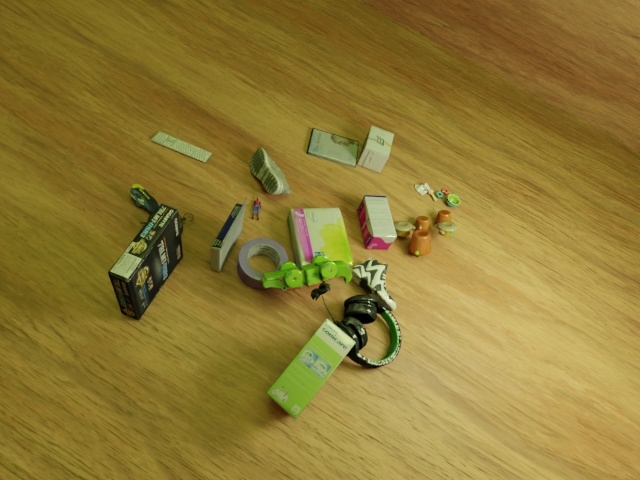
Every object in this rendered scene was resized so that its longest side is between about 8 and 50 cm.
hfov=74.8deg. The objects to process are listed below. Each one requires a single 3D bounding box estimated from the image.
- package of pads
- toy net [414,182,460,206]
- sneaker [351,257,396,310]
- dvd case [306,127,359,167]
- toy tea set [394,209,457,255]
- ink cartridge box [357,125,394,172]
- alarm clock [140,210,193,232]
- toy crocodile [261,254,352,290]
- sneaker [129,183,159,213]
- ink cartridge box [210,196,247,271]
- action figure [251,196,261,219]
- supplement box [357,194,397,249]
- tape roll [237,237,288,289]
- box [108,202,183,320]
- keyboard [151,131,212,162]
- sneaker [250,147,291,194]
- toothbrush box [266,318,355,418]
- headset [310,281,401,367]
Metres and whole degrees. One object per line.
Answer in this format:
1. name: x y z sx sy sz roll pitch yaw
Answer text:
1. package of pads: 0.000 0.000 1.724 0.229 0.101 0.297 -3 59 -18
2. toy net: 0.589 -0.246 2.101 0.232 0.045 0.122 25 54 1
3. sneaker: 0.249 0.163 1.695 0.153 0.094 0.235 -37 63 -24
4. dvd case: 0.066 -0.468 2.104 0.253 0.022 0.180 15 55 -7
5. toy tea set: 0.497 -0.027 1.911 0.336 0.124 0.200 -16 34 -22
6. ink cartridge box: 0.275 -0.454 2.093 0.127 0.128 0.176 21 55 -3
7. alarm clock: -0.582 -0.067 1.619 0.192 0.064 0.129 -24 67 -32
8. toy crocodile: -0.048 0.128 1.534 0.340 0.105 0.115 -11 17 -19
9. sneaker: -0.693 -0.153 1.650 0.144 0.059 0.053 50 28 -2
10. ink cartridge box: -0.344 -0.026 1.561 0.045 0.224 0.223 22 53 -2
11. action figure: -0.271 -0.141 1.782 0.038 0.030 0.115 5 54 -8
12. supplement box: 0.246 -0.079 1.845 0.114 0.111 0.220 0 57 -16
13. tape roll: -0.224 0.089 1.611 0.189 0.080 0.189 8 55 -12
14. box: -0.562 0.074 1.384 0.073 0.295 0.293 24 53 1
15. keyboard: -0.617 -0.418 1.868 0.256 0.014 0.072 22 54 -2
16. sneaker: -0.225 -0.299 1.878 0.115 0.105 0.281 14 41 -51
17. toothbrush box: -0.027 0.401 1.331 0.122 0.206 0.283 37 77 10
18. headset: 0.136 0.289 1.522 0.394 0.185 0.243 34 53 -5
